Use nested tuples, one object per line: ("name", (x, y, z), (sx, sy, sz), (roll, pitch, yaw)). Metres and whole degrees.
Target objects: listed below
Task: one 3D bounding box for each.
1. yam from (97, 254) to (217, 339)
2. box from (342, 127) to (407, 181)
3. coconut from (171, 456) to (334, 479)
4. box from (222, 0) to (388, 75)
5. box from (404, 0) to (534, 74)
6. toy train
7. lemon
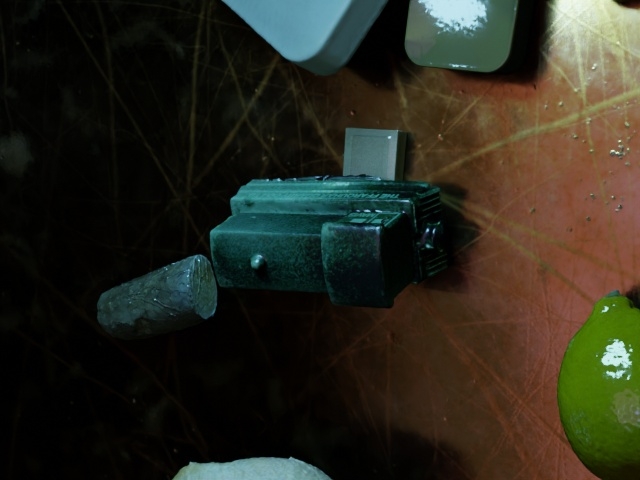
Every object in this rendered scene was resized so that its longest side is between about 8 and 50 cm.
("yam", (-0.233, 0.089, 1.682), (0.183, 0.107, 0.107), (-17, 84, 28))
("box", (0.071, -0.112, 1.562), (0.083, 0.035, 0.079), (7, 95, 26))
("coconut", (-0.092, 0.454, 1.496), (0.346, 0.360, 0.346), (-2, 100, -12))
("box", (-0.004, -0.451, 1.522), (0.367, 0.090, 0.373), (-55, 51, 16))
("box", (0.198, -0.313, 1.464), (0.144, 0.090, 0.201), (9, 96, 26))
("toy train", (0.000, 0.000, 1.509), (0.330, 0.178, 0.138), (1, 111, 27))
("lemon", (0.369, 0.182, 1.345), (0.184, 0.184, 0.248), (-22, 82, 25))
